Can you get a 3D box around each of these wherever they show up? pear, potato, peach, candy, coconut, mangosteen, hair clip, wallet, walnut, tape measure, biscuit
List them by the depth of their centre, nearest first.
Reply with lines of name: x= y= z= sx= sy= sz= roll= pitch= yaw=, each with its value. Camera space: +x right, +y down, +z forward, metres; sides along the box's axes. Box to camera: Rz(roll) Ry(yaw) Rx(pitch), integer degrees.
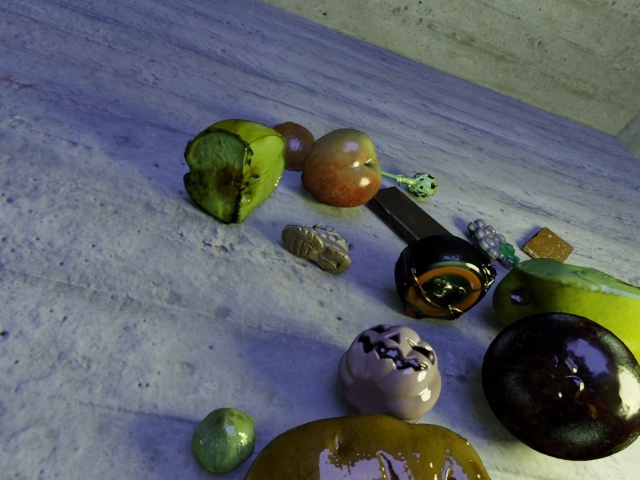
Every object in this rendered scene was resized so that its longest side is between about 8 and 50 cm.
potato: x=0.073 y=0.362 z=0.603 sx=0.370 sy=0.195 sz=0.176 roll=9 pitch=6 yaw=-6
coconut: x=-0.137 y=0.291 z=0.620 sx=0.088 sy=0.087 sz=0.096 roll=41 pitch=50 yaw=18
mangosteen: x=0.464 y=0.279 z=0.813 sx=0.289 sy=0.287 sz=0.287 roll=14 pitch=41 yaw=-13
tape measure: x=0.280 y=0.089 z=0.964 sx=0.223 sy=0.202 sz=0.135 roll=17 pitch=37 yaw=-17
pear: x=0.578 y=0.168 z=0.999 sx=0.319 sy=0.238 sz=0.342 roll=9 pitch=9 yaw=5
pear: x=-0.187 y=-0.205 z=1.015 sx=0.164 sy=0.238 sz=0.255 roll=27 pitch=41 yaw=11
peach: x=0.050 y=-0.193 z=1.162 sx=0.233 sy=0.232 sz=0.232 roll=14 pitch=41 yaw=-13
wallet: x=0.280 y=-0.050 z=1.238 sx=0.165 sy=0.042 sz=0.309 roll=-21 pitch=58 yaw=-42
walnut: x=-0.079 y=-0.309 z=1.302 sx=0.167 sy=0.087 sz=0.211 roll=15 pitch=41 yaw=-18
hair clip: x=0.535 y=0.016 z=1.303 sx=0.195 sy=0.052 sz=0.124 roll=38 pitch=50 yaw=3
candy: x=0.251 y=-0.195 z=1.317 sx=0.306 sy=0.083 sz=0.091 roll=10 pitch=12 yaw=-34
biscuit: x=0.772 y=0.028 z=1.418 sx=0.231 sy=0.025 sz=0.131 roll=-23 pitch=60 yaw=-42

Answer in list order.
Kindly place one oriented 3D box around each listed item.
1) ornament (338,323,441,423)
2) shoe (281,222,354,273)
ornament: x=0.126 y=0.235 z=0.747 sx=0.178 sy=0.177 sz=0.177 roll=14 pitch=41 yaw=-13
shoe: x=0.000 y=0.000 z=1.003 sx=0.180 sy=0.089 sz=0.092 roll=28 pitch=41 yaw=0
